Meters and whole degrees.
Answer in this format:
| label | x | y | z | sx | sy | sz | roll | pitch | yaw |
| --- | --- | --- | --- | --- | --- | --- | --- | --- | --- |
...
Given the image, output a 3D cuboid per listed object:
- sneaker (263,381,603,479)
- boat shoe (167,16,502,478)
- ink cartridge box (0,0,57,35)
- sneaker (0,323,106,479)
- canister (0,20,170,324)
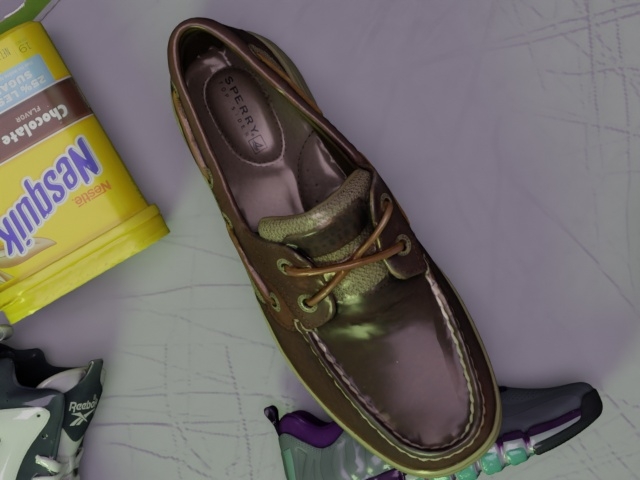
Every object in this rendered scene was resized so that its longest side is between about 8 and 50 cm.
| label | x | y | z | sx | sy | sz | roll | pitch | yaw |
| --- | --- | --- | --- | --- | --- | --- | --- | --- | --- |
| sneaker | 0.075 | 0.119 | 1.144 | 0.224 | 0.083 | 0.098 | -20 | 86 | 2 |
| boat shoe | 0.000 | 0.000 | 1.089 | 0.123 | 0.123 | 0.342 | -29 | 79 | 2 |
| ink cartridge box | -0.292 | -0.238 | 1.140 | 0.189 | 0.097 | 0.255 | -47 | 125 | 2 |
| sneaker | -0.180 | 0.157 | 1.140 | 0.153 | 0.094 | 0.235 | -43 | 80 | 10 |
| canister | -0.198 | -0.047 | 1.139 | 0.126 | 0.073 | 0.170 | -30 | 94 | -2 |
